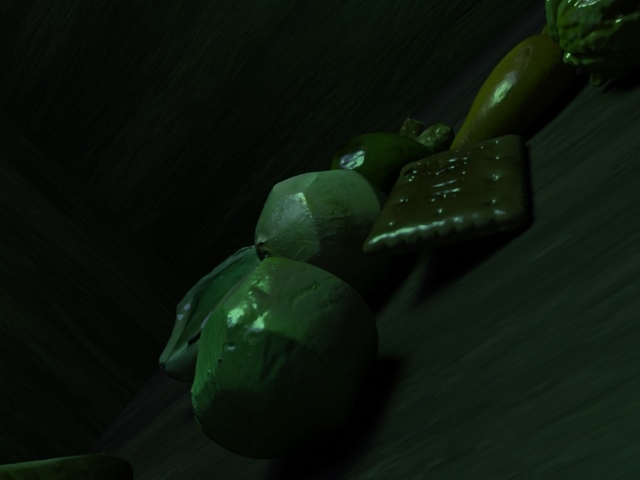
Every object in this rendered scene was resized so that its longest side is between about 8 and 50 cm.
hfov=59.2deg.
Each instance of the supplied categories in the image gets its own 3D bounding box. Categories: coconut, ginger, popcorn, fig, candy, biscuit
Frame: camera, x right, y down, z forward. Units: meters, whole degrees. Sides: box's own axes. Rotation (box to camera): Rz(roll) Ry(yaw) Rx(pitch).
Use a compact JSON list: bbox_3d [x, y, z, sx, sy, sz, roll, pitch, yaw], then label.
[{"bbox_3d":[-0.040,0.129,0.664,0.205,0.235,0.236,-3,27,23],"label":"coconut"},{"bbox_3d":[0.197,-0.190,1.529,0.363,0.122,0.348,-49,4,15],"label":"ginger"},{"bbox_3d":[0.001,0.002,0.932,0.231,0.227,0.227,-11,-6,-21],"label":"coconut"},{"bbox_3d":[0.407,-0.312,0.750,0.187,0.167,0.185,-40,9,15],"label":"popcorn"},{"bbox_3d":[0.127,-0.136,1.193,0.230,0.207,0.207,-32,12,25],"label":"fig"},{"bbox_3d":[-0.189,0.160,1.360,0.427,0.186,0.386,-41,17,16],"label":"candy"},{"bbox_3d":[0.191,-0.077,0.826,0.217,0.044,0.325,-15,21,26],"label":"biscuit"}]

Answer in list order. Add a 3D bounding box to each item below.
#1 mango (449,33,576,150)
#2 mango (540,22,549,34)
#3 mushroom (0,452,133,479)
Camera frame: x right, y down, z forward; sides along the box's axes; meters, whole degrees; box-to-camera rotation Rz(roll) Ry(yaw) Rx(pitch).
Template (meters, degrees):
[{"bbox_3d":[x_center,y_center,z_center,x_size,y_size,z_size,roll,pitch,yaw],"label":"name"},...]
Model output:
[{"bbox_3d":[0.331,-0.238,0.992,0.316,0.119,0.176,-53,8,13],"label":"mango"},{"bbox_3d":[0.476,-0.386,1.108,0.102,0.085,0.184,-32,25,46],"label":"mango"},{"bbox_3d":[-0.445,0.501,0.877,0.224,0.313,0.397,-30,-25,25],"label":"mushroom"}]
